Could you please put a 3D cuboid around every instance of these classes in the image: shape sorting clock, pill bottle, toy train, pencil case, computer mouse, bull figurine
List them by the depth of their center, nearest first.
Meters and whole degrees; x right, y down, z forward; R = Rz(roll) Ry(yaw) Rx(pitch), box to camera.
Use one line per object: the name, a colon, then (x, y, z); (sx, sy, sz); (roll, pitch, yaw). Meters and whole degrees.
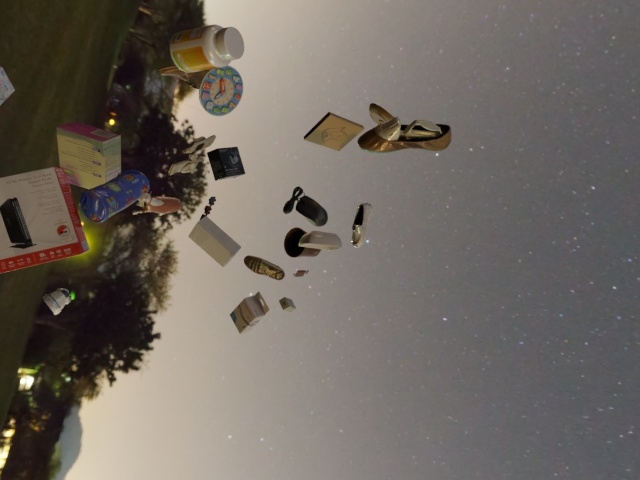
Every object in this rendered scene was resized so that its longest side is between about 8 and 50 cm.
pill bottle: (-0.390, -0.667, 1.485); (0.246, 0.136, 0.136); (6, -101, 30)
pencil case: (-0.804, -0.186, 1.678); (0.119, 0.133, 0.306); (-46, -170, 29)
shape sorting clock: (-0.395, -0.598, 1.717); (0.040, 0.206, 0.206); (40, -67, 34)
toy train: (-0.561, -0.155, 2.126); (0.027, 0.036, 0.158); (8, -114, 31)
bull figurine: (-0.917, -0.198, 2.361); (0.189, 0.310, 0.101); (-11, -99, 28)
computer mouse: (-0.068, -0.180, 2.514); (0.188, 0.272, 0.072); (-60, -168, -12)

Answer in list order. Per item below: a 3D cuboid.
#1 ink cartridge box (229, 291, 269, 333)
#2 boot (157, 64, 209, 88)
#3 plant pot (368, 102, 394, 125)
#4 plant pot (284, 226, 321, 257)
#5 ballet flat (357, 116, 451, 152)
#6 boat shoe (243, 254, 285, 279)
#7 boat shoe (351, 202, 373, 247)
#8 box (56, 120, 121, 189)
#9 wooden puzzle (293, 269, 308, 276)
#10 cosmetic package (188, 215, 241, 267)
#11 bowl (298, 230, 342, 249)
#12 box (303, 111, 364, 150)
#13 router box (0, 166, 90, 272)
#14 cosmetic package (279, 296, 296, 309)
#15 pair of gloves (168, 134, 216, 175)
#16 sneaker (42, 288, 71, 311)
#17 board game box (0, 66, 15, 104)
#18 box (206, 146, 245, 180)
ink cartridge box: (-0.307, 0.311, 1.845); (0.180, 0.060, 0.104); (-47, -113, 34)
boot: (-0.660, -0.827, 2.161); (0.112, 0.306, 0.115); (29, -57, 55)
plant pot: (0.304, -0.536, 1.964); (0.032, 0.236, 0.236); (-48, -149, 4)
plant pot: (-0.088, 0.023, 2.386); (0.167, 0.165, 0.166); (-9, -105, 37)
ballet flat: (0.309, -0.383, 1.534); (0.124, 0.343, 0.116); (98, -7, -61)
boat shoe: (-0.242, 0.109, 1.818); (0.068, 0.190, 0.072); (-53, -155, 15)
boat shoe: (0.152, -0.059, 1.668); (0.066, 0.063, 0.184); (34, -68, 37)
box: (-0.977, -0.351, 1.818); (0.117, 0.214, 0.242); (-64, 170, -60)
wooden puzzle: (-0.101, 0.167, 2.162); (0.049, 0.083, 0.006); (-56, -134, 38)
cosmetic package: (-0.508, 0.006, 2.059); (0.117, 0.231, 0.085); (-46, -176, 35)
bowl: (0.000, 0.000, 1.552); (0.142, 0.142, 0.053); (161, -64, -71)
box: (0.056, -0.443, 1.760); (0.164, 0.201, 0.021); (-36, -120, 38)
router box: (-0.998, -0.062, 1.427); (0.082, 0.336, 0.301); (-141, -143, -77)
cosmetic package: (-0.172, 0.335, 2.232); (0.041, 0.115, 0.060); (-31, -111, 5)
pair of gloves: (-0.614, -0.406, 2.067); (0.240, 0.042, 0.204); (-44, 179, 28)
sneaker: (-1.070, 0.246, 1.754); (0.091, 0.094, 0.258); (-36, -165, -31)
board game box: (-0.971, -0.459, 1.283); (0.090, 0.020, 0.090); (111, -2, -59)
box: (-0.508, -0.416, 2.309); (0.093, 0.156, 0.158); (-12, -82, 34)
